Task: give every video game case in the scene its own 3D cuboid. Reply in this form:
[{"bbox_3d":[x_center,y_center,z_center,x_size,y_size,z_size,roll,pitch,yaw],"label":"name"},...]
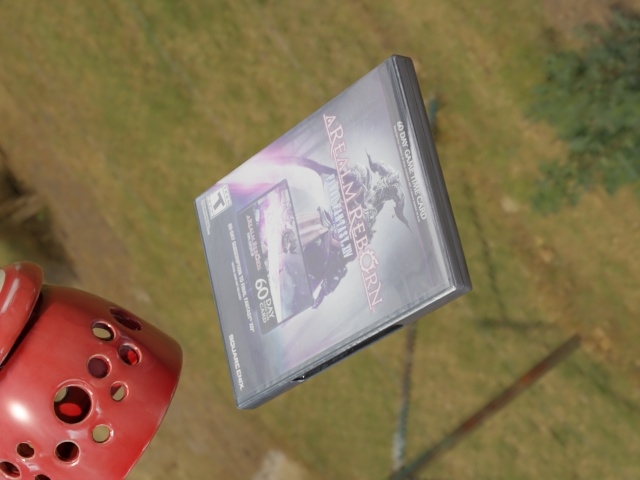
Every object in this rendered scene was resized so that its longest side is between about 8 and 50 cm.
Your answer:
[{"bbox_3d":[0.000,0.000,1.287,0.274,0.026,0.196,-33,62,44],"label":"video game case"}]

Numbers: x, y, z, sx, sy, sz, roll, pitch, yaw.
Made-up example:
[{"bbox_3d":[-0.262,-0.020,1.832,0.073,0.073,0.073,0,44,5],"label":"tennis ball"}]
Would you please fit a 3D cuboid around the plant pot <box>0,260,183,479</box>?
[{"bbox_3d":[-0.240,0.123,1.387,0.174,0.191,0.191,37,168,-21],"label":"plant pot"}]
